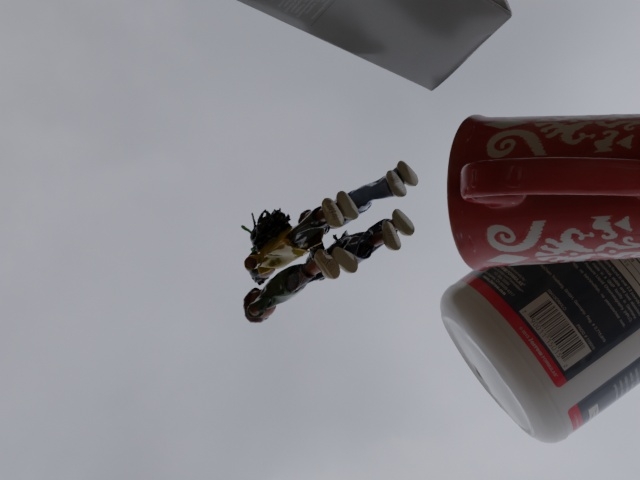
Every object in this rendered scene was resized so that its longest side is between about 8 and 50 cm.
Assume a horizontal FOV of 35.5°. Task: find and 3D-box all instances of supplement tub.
[{"bbox_3d":[0.278,0.058,1.017,0.272,0.191,0.191,-35,-135,-5],"label":"supplement tub"}]

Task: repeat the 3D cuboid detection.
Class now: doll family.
[{"bbox_3d":[0.000,0.000,0.750,0.111,0.193,0.076,-33,-98,39],"label":"doll family"}]

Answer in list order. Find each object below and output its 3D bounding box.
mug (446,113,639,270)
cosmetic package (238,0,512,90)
[{"bbox_3d":[0.178,-0.027,0.669,0.169,0.113,0.150,-1,-155,30],"label":"mug"},{"bbox_3d":[0.018,-0.220,0.742,0.107,0.238,0.127,-40,-136,33],"label":"cosmetic package"}]
